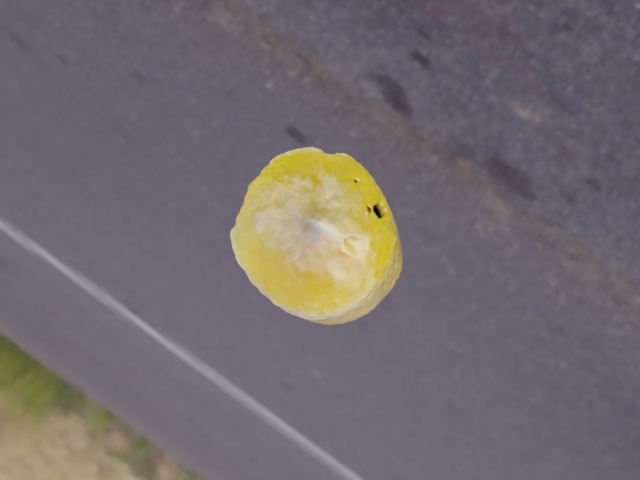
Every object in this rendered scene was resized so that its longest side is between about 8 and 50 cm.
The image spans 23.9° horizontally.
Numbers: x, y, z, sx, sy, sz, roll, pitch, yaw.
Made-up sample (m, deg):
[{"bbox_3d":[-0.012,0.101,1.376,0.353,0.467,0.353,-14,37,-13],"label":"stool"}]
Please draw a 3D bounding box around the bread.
[{"bbox_3d":[0.003,0.000,1.774,0.197,0.197,0.170,31,176,18],"label":"bread"}]
